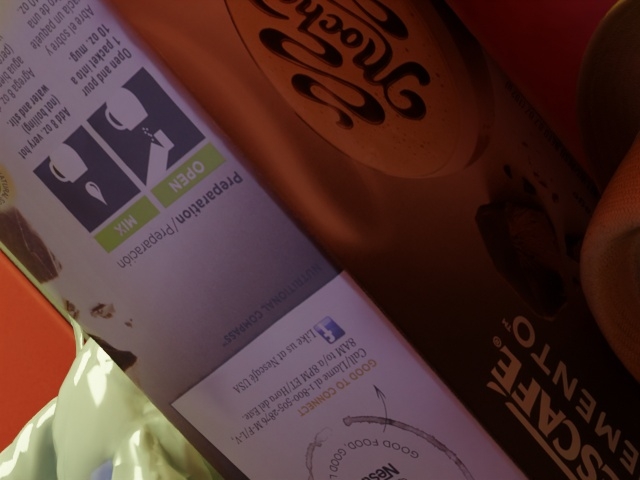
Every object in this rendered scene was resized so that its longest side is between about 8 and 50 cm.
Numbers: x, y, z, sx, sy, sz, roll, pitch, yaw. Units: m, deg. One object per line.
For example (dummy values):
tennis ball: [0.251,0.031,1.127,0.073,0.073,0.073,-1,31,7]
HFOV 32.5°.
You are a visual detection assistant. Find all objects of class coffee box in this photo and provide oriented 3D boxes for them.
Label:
coffee box: [0.013,0.003,0.426,0.119,0.168,0.297,-33,102,39]

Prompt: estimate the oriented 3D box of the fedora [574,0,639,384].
fedora: [0.140,0.009,0.353,0.194,0.079,0.194,40,162,16]

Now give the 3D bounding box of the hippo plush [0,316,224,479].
hippo plush: [-0.038,0.145,0.558,0.236,0.294,0.234,17,143,-38]
